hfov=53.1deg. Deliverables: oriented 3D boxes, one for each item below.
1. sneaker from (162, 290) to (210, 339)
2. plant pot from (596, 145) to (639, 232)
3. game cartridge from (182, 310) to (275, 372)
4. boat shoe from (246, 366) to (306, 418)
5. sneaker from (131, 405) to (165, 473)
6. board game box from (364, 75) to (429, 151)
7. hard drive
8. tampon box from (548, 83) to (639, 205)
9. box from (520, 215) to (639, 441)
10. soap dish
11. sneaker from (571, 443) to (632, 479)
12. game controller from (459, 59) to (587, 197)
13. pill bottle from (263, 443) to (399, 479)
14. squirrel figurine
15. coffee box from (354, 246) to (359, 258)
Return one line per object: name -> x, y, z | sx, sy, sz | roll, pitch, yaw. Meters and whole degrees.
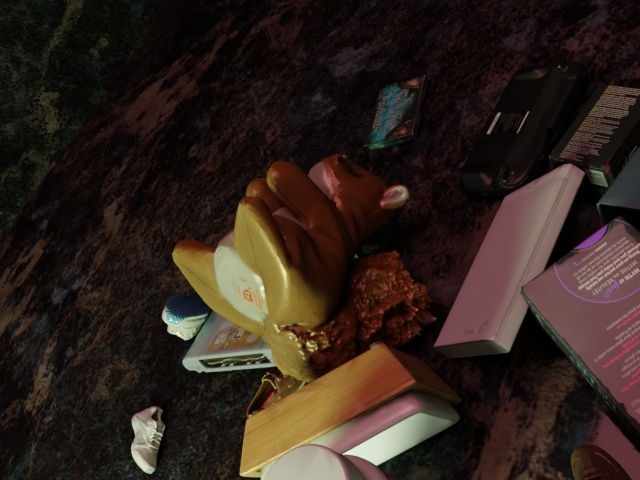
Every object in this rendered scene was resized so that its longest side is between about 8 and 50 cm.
sneaker -> -0.288, 0.169, 1.379 | 0.087, 0.229, 0.092 | 26, 90, 3
plant pot -> 0.536, -0.071, 0.904 | 0.166, 0.165, 0.234 | 17, 62, 46
game cartridge -> -0.133, 0.170, 1.298 | 0.297, 0.062, 0.198 | -14, 39, 37
boat shoe -> -0.076, 0.268, 1.201 | 0.064, 0.060, 0.178 | 16, 68, 46
sneaker -> -0.353, 0.406, 1.323 | 0.061, 0.053, 0.152 | -33, 41, 9
board game box -> 0.178, -0.294, 1.485 | 0.126, 0.026, 0.186 | -9, 52, 35
hard drive -> 0.295, 0.039, 1.020 | 0.307, 0.040, 0.203 | -60, 6, -18
tampon box -> 0.475, -0.151, 1.046 | 0.161, 0.120, 0.101 | -52, 40, -8
box -> 0.408, 0.132, 0.804 | 0.165, 0.143, 0.270 | -38, 57, 8
soap dish -> 0.047, 0.270, 0.963 | 0.291, 0.229, 0.118 | -32, 60, 15
sneaker -> 0.359, 0.328, 0.781 | 0.066, 0.071, 0.188 | -31, 43, 16
game controller -> 0.387, -0.217, 1.234 | 0.166, 0.067, 0.319 | 4, 58, 58
pill bottle -> 0.053, 0.376, 0.833 | 0.160, 0.283, 0.160 | -22, 46, 24
squirrel figurine -> 0.016, 0.034, 1.150 | 0.370, 0.397, 0.281 | -35, -1, -41
coffee box -> 0.000, 0.000, 1.376 | 0.184, 0.040, 0.113 | -13, 50, 32
